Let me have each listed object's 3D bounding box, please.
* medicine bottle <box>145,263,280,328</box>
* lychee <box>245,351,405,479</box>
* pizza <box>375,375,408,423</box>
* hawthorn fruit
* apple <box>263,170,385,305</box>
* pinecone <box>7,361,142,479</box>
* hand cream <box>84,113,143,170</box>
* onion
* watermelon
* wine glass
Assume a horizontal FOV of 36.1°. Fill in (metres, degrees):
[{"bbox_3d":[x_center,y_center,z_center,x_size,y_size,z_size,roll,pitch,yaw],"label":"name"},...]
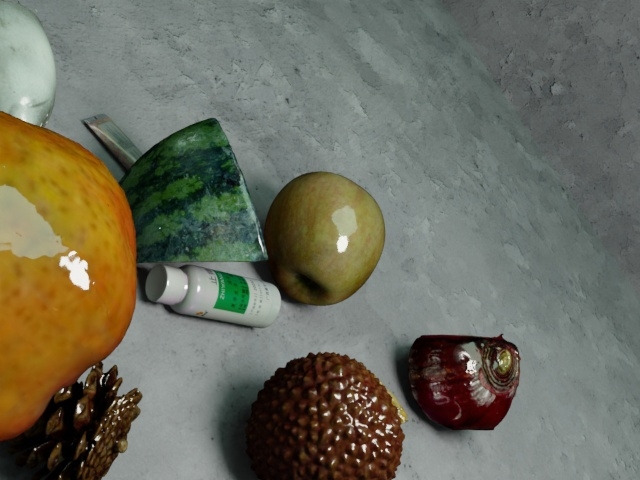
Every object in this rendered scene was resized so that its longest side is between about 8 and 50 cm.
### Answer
[{"bbox_3d":[-0.196,0.101,1.805,0.260,0.095,0.095,14,50,-42],"label":"medicine bottle"},{"bbox_3d":[0.010,0.326,1.685,0.276,0.304,0.275,6,46,-6],"label":"lychee"},{"bbox_3d":[0.087,0.310,1.979,0.246,0.058,0.127,38,37,-16],"label":"pizza"},{"bbox_3d":[-0.475,0.016,1.247,0.472,0.472,0.471,30,41,-30],"label":"hawthorn fruit"},{"bbox_3d":[0.000,0.000,1.987,0.257,0.257,0.233,41,53,-16],"label":"apple"},{"bbox_3d":[-0.361,0.257,1.403,0.208,0.208,0.207,30,41,-30],"label":"pinecone"},{"bbox_3d":[-0.367,-0.161,1.888,0.209,0.043,0.067,48,32,3],"label":"hand cream"},{"bbox_3d":[0.291,0.305,2.101,0.207,0.216,0.206,7,77,-41],"label":"onion"},{"bbox_3d":[-0.223,-0.012,1.766,0.292,0.283,0.250,54,16,-39],"label":"watermelon"},{"bbox_3d":[-0.521,-0.226,1.637,0.191,0.190,0.356,3,59,-48],"label":"wine glass"}]
